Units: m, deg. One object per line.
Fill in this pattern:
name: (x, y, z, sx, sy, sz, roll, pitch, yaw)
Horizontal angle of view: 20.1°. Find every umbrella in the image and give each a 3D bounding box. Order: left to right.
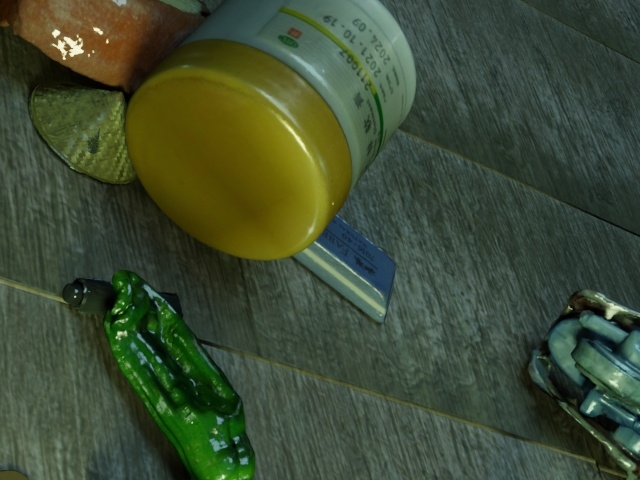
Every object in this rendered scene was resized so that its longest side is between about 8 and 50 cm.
umbrella: (-0.189, 0.058, 1.734, 0.133, 0.031, 0.036, 13, 27, -41)

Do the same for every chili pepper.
chili pepper: (-0.127, 0.142, 1.662, 0.100, 0.074, 0.257, -7, 58, -53)

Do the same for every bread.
bread: (-0.235, -0.244, 1.930, 0.244, 0.123, 0.190, 24, 11, -25)

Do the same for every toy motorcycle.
toy motorcycle: (0.416, 0.172, 2.169, 0.319, 0.182, 0.241, 33, 32, -16)

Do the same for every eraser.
eraser: (0.000, 0.000, 2.024, 0.225, 0.036, 0.082, 38, 29, -10)

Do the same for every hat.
hat: (-0.227, -0.134, 1.883, 0.146, 0.067, 0.146, 30, 34, -23)

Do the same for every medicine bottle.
medicine bottle: (-0.048, -0.137, 1.881, 0.238, 0.238, 0.232, 42, 49, -5)

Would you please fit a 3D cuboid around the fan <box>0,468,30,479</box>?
fan: (-0.288, 0.245, 1.409, 0.152, 0.008, 0.227, 30, 33, -25)
